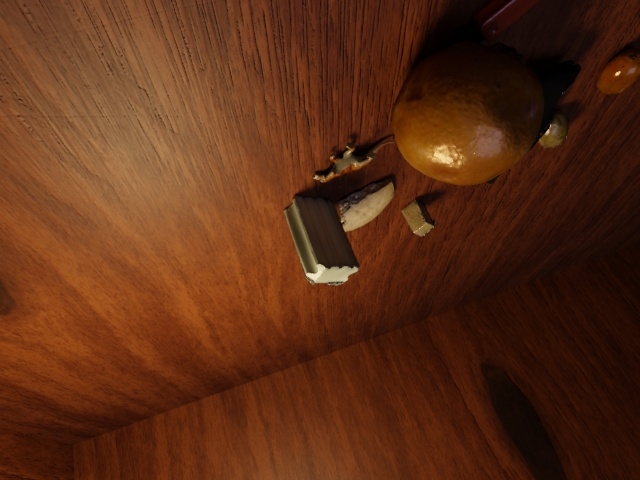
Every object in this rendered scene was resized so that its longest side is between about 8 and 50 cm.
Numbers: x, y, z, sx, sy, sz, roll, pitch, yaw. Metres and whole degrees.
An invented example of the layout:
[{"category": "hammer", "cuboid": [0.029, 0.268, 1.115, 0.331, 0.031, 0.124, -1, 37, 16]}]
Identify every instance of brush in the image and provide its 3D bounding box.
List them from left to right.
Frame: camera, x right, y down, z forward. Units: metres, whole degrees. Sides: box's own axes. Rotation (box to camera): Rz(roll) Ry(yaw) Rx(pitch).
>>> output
[{"category": "brush", "cuboid": [0.434, -0.526, 0.917, 0.323, 0.051, 0.070, -39, 144, 26]}]

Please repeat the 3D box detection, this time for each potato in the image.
[{"category": "potato", "cuboid": [0.344, -0.079, 1.506, 0.061, 0.122, 0.086, 15, 133, -37]}, {"category": "potato", "cuboid": [0.753, -0.353, 1.387, 0.092, 0.070, 0.138, -27, 150, 5]}]

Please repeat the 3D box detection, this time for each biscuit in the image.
[{"category": "biscuit", "cuboid": [0.139, -0.109, 1.402, 0.188, 0.040, 0.265, 2, 142, -40]}]

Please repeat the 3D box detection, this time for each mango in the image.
[{"category": "mango", "cuboid": [0.874, -0.480, 1.252, 0.105, 0.084, 0.159, -16, 150, -1]}]

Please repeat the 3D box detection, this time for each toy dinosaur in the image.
[{"category": "toy dinosaur", "cuboid": [0.095, -0.211, 1.196, 0.212, 0.057, 0.142, -8, 159, -21]}]

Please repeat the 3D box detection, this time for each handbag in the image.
[{"category": "handbag", "cuboid": [0.569, -0.347, 1.213, 0.288, 0.152, 0.342, -30, 155, -10]}]

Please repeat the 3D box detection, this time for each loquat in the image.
[{"category": "loquat", "cuboid": [0.327, -0.282, 0.976, 0.329, 0.328, 0.328, -17, 149, -10]}]

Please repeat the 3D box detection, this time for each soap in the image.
[{"category": "soap", "cuboid": [0.000, 0.000, 1.264, 0.150, 0.261, 0.094, 1, 146, -34]}]
